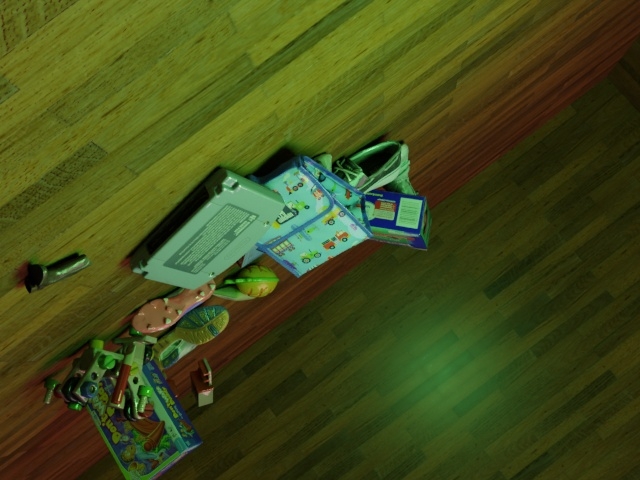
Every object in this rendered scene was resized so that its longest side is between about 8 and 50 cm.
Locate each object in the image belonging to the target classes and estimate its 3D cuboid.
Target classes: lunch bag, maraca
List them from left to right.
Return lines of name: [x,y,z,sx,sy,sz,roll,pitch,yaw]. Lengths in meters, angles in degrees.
maraca: [-0.207,0.123,2.119,0.127,0.099,0.186,-12,171,36]
lunch bag: [-0.060,-0.073,1.551,0.221,0.138,0.293,-30,138,24]

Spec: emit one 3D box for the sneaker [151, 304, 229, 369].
sneaker: [-0.407,0.285,2.199,0.296,0.111,0.131,-33,-178,11]

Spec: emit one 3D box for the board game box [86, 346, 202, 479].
board game box: [-0.523,0.500,2.006,0.233,0.347,0.078,-41,163,17]

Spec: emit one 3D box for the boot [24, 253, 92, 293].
boot: [-0.441,0.046,1.198,0.114,0.037,0.106,-25,177,-38]

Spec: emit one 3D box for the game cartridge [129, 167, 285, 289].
game cartridge: [-0.223,-0.014,1.430,0.297,0.062,0.198,-41,150,20]

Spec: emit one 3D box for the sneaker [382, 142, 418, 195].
sneaker: [0.254,-0.193,2.127,0.094,0.151,0.256,-34,168,-12]

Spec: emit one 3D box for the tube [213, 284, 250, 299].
tube: [-0.260,0.163,2.194,0.070,0.062,0.240,-32,172,14]

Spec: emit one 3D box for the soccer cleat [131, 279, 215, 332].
soccer cleat: [-0.381,0.171,1.822,0.248,0.083,0.095,-34,174,-30]

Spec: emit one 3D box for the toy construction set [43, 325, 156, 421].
toy construction set: [-0.501,0.304,1.734,0.309,0.258,0.237,-26,-132,54]

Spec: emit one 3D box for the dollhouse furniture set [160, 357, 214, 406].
dollhouse furniture set: [-0.474,0.468,2.194,0.259,0.262,0.135,-12,124,-21]

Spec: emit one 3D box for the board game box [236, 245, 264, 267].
board game box: [-0.151,-0.018,1.893,0.145,0.027,0.281,-32,168,-22]

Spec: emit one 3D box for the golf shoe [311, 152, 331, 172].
golf shoe: [0.004,-0.130,1.697,0.086,0.069,0.176,-46,153,-44]

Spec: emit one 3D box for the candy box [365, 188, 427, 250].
candy box: [0.187,-0.066,2.091,0.317,0.268,0.122,29,71,-75]

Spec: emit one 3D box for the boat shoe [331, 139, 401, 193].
boat shoe: [0.074,-0.168,1.815,0.335,0.121,0.119,-34,150,-25]
